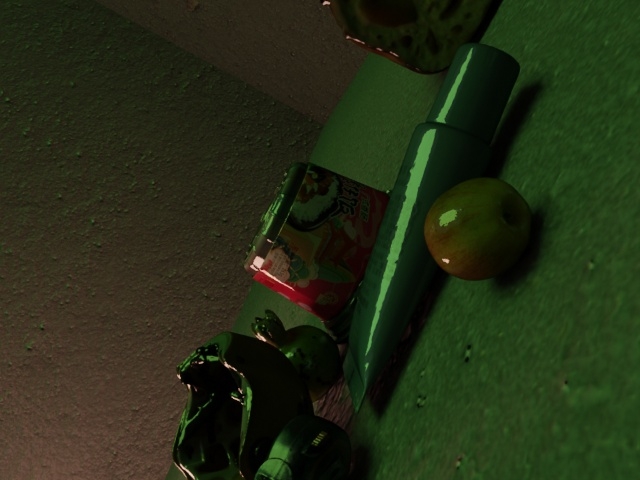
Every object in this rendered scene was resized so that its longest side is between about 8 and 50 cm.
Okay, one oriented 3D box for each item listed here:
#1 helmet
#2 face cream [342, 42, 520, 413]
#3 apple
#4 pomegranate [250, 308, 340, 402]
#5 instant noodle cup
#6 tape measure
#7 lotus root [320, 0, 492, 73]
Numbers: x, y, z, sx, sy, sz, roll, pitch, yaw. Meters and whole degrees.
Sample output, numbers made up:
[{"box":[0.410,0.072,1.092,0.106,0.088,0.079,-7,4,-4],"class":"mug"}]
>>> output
[{"box":[-0.079,0.216,0.608,0.198,0.130,0.225,-30,63,53],"class":"helmet"},{"box":[0.104,-0.015,0.572,0.135,0.086,0.385,-117,49,-83],"class":"face cream"},{"box":[0.126,-0.010,0.427,0.071,0.084,0.084,-41,23,48],"class":"apple"},{"box":[-0.039,0.154,0.715,0.114,0.142,0.114,-35,19,14],"class":"pomegranate"},{"box":[0.000,0.000,0.784,0.258,0.181,0.302,-68,10,-22],"class":"instant noodle cup"},{"box":[0.026,0.222,0.470,0.179,0.104,0.107,-3,39,46],"class":"tape measure"},{"box":[0.157,-0.460,0.922,0.316,0.316,0.250,-60,1,19],"class":"lotus root"}]
